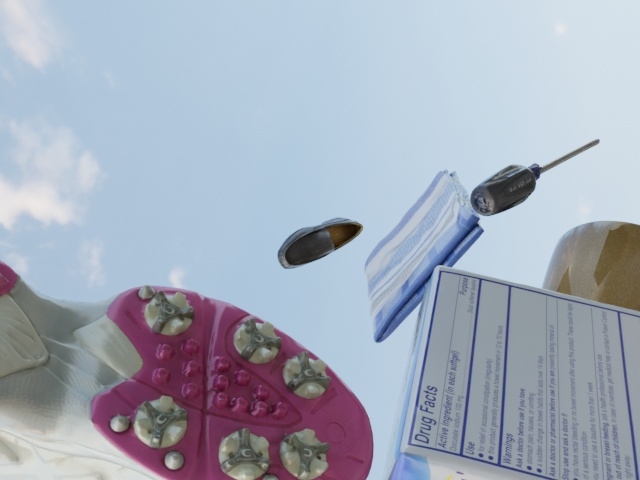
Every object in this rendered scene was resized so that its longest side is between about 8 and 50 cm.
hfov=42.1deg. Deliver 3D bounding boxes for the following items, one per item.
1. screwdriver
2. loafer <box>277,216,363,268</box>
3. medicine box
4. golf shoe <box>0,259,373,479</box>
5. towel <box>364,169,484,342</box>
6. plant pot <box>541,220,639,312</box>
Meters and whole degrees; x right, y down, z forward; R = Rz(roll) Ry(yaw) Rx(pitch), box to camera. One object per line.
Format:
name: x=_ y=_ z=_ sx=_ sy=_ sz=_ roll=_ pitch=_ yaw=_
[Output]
screwdriver: x=0.141 y=-0.049 z=0.526 sx=0.025 sy=0.024 sz=0.170 roll=45 pitch=-139 yaw=12
loafer: x=0.000 y=0.000 z=1.435 sx=0.170 sy=0.061 sz=0.062 roll=-31 pitch=-76 yaw=-34
medicine box: x=0.217 y=0.183 z=0.786 sx=0.263 sy=0.290 sz=0.149 roll=-68 pitch=-12 yaw=-54
golf shoe: x=-0.126 y=0.094 z=0.465 sx=0.140 sy=0.306 sz=0.115 roll=110 pitch=175 yaw=-48
towel: x=0.130 y=0.010 z=1.135 sx=0.034 sy=0.209 sz=0.285 roll=37 pitch=-166 yaw=-9
plant pot: x=0.379 y=0.146 z=1.108 sx=0.254 sy=0.237 sz=0.237 roll=-54 pitch=-52 yaw=-30
